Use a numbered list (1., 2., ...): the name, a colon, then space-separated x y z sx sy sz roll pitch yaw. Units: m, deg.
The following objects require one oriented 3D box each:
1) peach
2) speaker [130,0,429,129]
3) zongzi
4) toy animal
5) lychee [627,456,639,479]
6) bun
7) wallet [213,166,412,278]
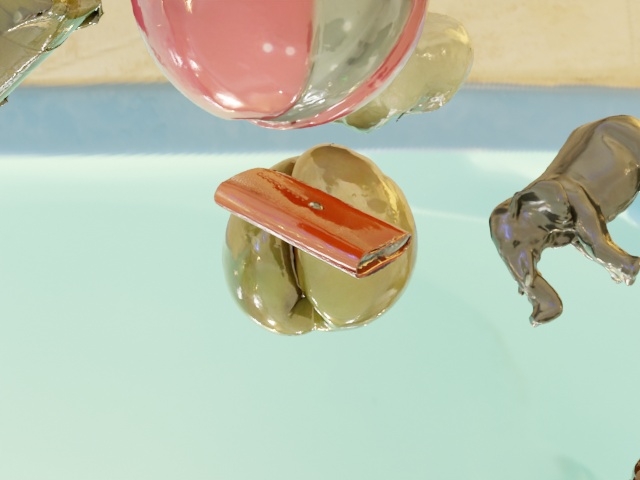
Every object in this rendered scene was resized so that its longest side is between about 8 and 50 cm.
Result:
1. peach: -0.001 0.000 1.634 0.292 0.292 0.247 -36 125 7
2. speaker: -0.042 -0.253 1.076 0.294 0.294 0.294 -7 122 -12
3. zongzi: -0.419 -0.320 1.325 0.260 0.123 0.289 -34 88 28
4. toy animal: 0.262 -0.022 1.108 0.146 0.114 0.245 43 63 5
5. lychee: 0.338 0.235 0.804 0.261 0.260 0.260 -7 122 -12
6. bun: 0.083 -0.250 1.637 0.273 0.273 0.168 -13 116 -9
7. wallet: -0.006 -0.027 1.323 0.142 0.204 0.045 -23 135 -57
